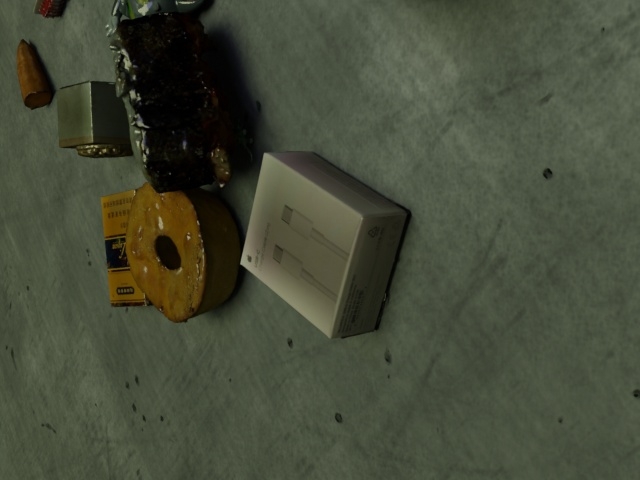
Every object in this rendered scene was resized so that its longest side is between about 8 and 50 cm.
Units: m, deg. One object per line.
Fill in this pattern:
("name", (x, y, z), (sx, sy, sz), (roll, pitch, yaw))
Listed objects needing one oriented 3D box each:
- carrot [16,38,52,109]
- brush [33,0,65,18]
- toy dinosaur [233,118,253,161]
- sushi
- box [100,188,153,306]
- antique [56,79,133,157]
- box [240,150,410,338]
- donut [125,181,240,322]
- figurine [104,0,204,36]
("carrot", (-0.704, -0.416, 2.201), (0.072, 0.072, 0.205), (-46, 54, 42))
("brush", (-0.567, -0.629, 2.017), (0.050, 0.060, 0.321), (48, 129, 19))
("toy dinosaur", (-0.143, -0.175, 1.603), (0.062, 0.021, 0.083), (-10, 83, 56))
("sushi", (-0.250, -0.232, 1.551), (0.196, 0.182, 0.343), (66, -174, -78))
("box", (-0.381, 0.017, 1.869), (0.152, 0.070, 0.237), (-5, 88, 49))
("antique", (-0.431, -0.242, 1.831), (0.146, 0.152, 0.148), (-1, 91, 48))
("box", (0.000, 0.000, 1.397), (0.251, 0.106, 0.203), (37, 123, 42))
("donut", (-0.250, 0.018, 1.682), (0.277, 0.108, 0.277), (9, 101, 49))
("figurine", (-0.342, -0.466, 1.718), (0.193, 0.140, 0.265), (-54, 45, 27))
